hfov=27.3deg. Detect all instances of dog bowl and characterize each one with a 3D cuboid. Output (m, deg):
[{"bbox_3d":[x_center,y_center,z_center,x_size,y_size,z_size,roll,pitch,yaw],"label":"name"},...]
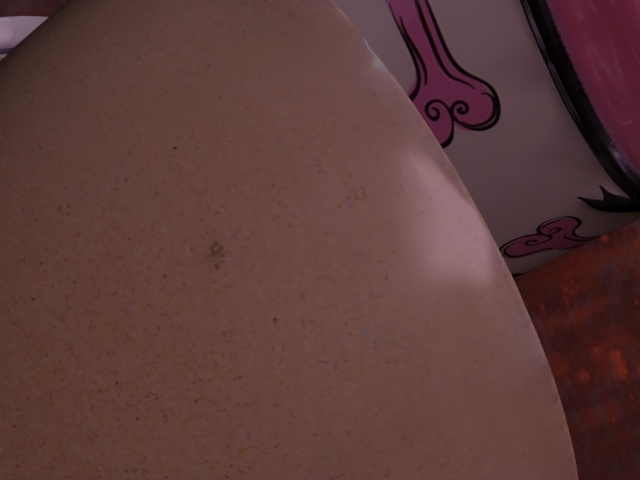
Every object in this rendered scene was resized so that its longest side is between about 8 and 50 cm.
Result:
[{"bbox_3d":[0.130,-0.190,0.706,0.408,0.150,0.408,24,61,-53],"label":"dog bowl"}]

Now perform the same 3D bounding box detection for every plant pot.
[{"bbox_3d":[-0.067,0.051,0.498,0.191,0.284,0.284,-30,94,-16],"label":"plant pot"}]

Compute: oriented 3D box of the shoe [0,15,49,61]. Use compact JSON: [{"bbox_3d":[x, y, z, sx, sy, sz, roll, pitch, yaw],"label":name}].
[{"bbox_3d":[-0.174,-0.039,0.559,0.178,0.063,0.081,-21,88,-36],"label":"shoe"}]
